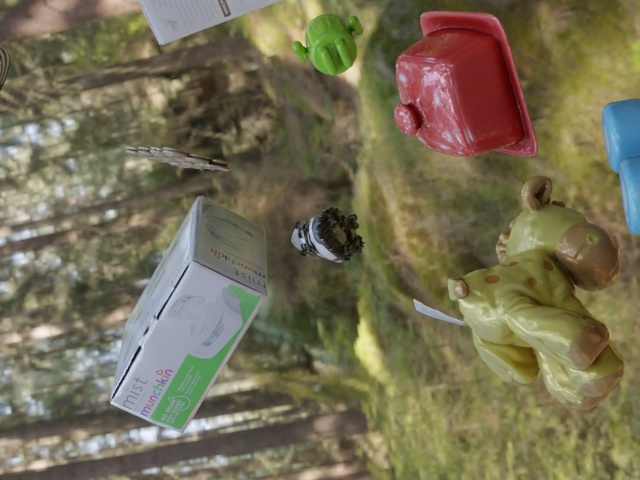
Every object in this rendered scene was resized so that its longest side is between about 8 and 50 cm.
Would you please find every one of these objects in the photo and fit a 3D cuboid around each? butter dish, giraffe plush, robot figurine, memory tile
[{"bbox_3d":[0.130,-0.147,1.116,0.160,0.118,0.159,25,141,61],"label":"butter dish"},{"bbox_3d":[0.226,0.042,1.065,0.170,0.210,0.181,-56,-15,-20],"label":"giraffe plush"},{"bbox_3d":[0.014,-0.277,1.506,0.067,0.101,0.115,59,-171,-34],"label":"robot figurine"},{"bbox_3d":[-0.210,-0.121,1.580,0.113,0.148,0.012,12,-93,-38],"label":"memory tile"}]

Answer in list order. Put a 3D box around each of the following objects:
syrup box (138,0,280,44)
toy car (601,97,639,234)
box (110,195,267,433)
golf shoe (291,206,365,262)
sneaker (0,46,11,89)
[{"bbox_3d":[-0.087,-0.312,1.166,0.096,0.237,0.093,69,-179,-55],"label":"syrup box"},{"bbox_3d":[0.404,-0.019,1.041,0.210,0.219,0.237,-84,-17,-54],"label":"toy car"},{"bbox_3d":[-0.193,0.103,1.577,0.127,0.262,0.231,26,-160,-16],"label":"box"},{"bbox_3d":[0.000,0.000,1.492,0.198,0.094,0.077,18,-118,-76],"label":"golf shoe"},{"bbox_3d":[-0.610,-0.211,1.708,0.106,0.163,0.281,-84,19,-66],"label":"sneaker"}]
